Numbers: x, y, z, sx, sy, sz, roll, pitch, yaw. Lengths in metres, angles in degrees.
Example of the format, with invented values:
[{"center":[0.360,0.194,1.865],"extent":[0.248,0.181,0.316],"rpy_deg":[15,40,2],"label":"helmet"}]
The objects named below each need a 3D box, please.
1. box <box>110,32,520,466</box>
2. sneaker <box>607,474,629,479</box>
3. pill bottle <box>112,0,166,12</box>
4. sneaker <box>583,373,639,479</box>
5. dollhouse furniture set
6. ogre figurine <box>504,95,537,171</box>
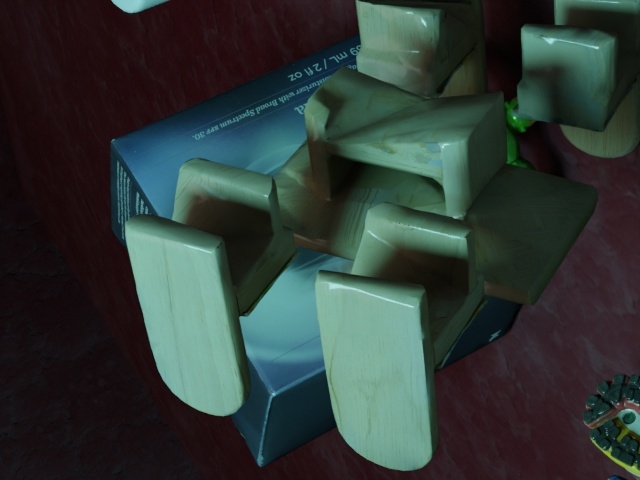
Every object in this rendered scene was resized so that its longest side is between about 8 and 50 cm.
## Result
[{"center":[0.000,0.000,1.381],"extent":[0.294,0.296,0.183],"rpy_deg":[56,159,21],"label":"box"},{"center":[0.283,0.293,1.173],"extent":[0.131,0.112,0.296],"rpy_deg":[-65,16,9],"label":"sneaker"},{"center":[-0.019,-0.279,1.032],"extent":[0.176,0.318,0.176],"rpy_deg":[51,157,31],"label":"pill bottle"},{"center":[0.314,0.190,1.156],"extent":[0.225,0.088,0.093],"rpy_deg":[42,-179,36],"label":"sneaker"},{"center":[0.144,0.027,0.980],"extent":[0.394,0.362,0.256],"rpy_deg":[14,133,27],"label":"dollhouse furniture set"},{"center":[0.133,-0.081,1.238],"extent":[0.118,0.097,0.197],"rpy_deg":[157,98,-82],"label":"ogre figurine"}]
